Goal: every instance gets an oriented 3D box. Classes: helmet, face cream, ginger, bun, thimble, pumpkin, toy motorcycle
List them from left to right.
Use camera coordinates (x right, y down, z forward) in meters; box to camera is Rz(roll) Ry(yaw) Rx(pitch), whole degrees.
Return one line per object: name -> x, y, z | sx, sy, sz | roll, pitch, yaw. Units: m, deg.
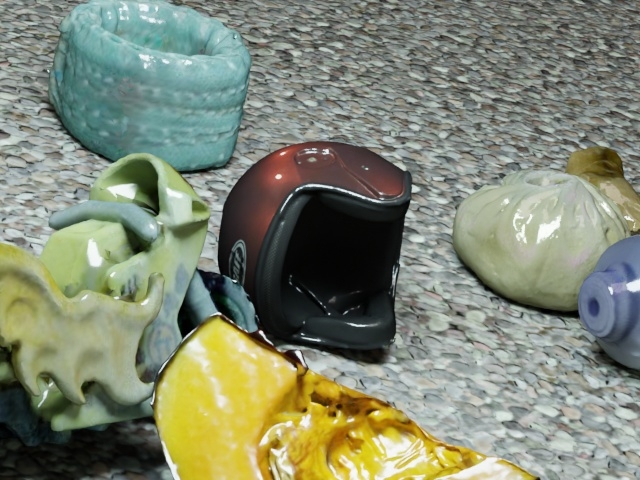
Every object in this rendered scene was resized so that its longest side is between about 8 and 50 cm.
toy motorcycle -> -0.213, 0.062, 1.564 | 0.169, 0.237, 0.410 | 0, 11, 44
thimble -> -0.198, -0.181, 2.158 | 0.235, 0.143, 0.198 | 16, 25, 8
helmet -> 0.000, 0.000, 1.838 | 0.216, 0.189, 0.193 | -22, 40, -40
pumpkin -> 0.008, 0.205, 1.546 | 0.312, 0.169, 0.148 | 24, -17, 19
bun -> 0.241, -0.014, 2.061 | 0.178, 0.128, 0.193 | -13, 34, -41
ginger -> 0.338, -0.057, 2.260 | 0.095, 0.069, 0.190 | 5, 28, -8
face cream -> 0.453, 0.065, 1.996 | 0.420, 0.137, 0.235 | 2, 0, -29
